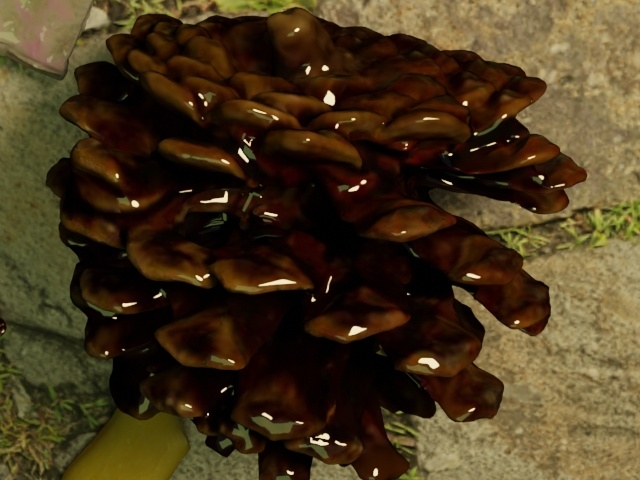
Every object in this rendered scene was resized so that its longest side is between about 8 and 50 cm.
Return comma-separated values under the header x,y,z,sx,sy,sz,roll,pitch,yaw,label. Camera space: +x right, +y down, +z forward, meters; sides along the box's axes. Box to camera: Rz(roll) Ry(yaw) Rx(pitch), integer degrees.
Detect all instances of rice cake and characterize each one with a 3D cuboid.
x,y,z,sx,sy,sz,roll,pitch,yaw,label
-0.189,-0.270,1.279,0.106,0.050,0.298,24,115,-12,rice cake

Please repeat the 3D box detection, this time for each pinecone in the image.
x,y,z,sx,sy,sz,roll,pitch,yaw,label
0.000,0.000,1.227,0.398,0.397,0.397,0,117,1,pinecone

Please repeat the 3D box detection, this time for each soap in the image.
x,y,z,sx,sy,sz,roll,pitch,yaw,label
-0.175,0.206,1.530,0.089,0.033,0.168,33,113,-17,soap

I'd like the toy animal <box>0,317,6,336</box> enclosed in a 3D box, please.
x,y,z,sx,sy,sz,roll,pitch,yaw,label
-0.375,0.081,1.453,0.202,0.070,0.105,1,98,5,toy animal
